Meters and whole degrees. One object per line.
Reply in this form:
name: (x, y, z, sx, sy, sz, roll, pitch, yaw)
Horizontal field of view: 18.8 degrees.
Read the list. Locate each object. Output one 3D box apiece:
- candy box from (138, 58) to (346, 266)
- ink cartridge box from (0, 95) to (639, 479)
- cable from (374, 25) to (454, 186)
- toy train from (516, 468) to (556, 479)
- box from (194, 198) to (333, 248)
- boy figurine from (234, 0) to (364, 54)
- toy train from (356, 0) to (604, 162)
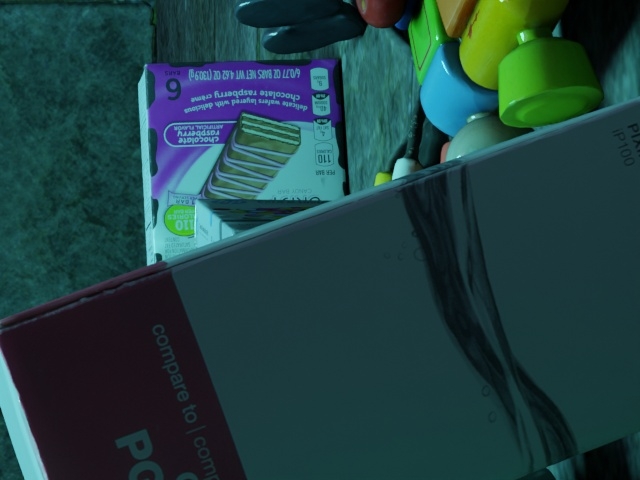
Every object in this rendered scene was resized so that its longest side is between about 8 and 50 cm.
candy box: (-0.060, -0.024, 1.546, 0.071, 0.159, 0.233, 137, 129, -78)
ink cartridge box: (0.021, 0.042, 0.752, 0.207, 0.283, 0.117, 151, 100, -78)
cable: (0.061, -0.073, 1.090, 0.139, 0.072, 0.287, -30, 54, 52)
toy train: (-0.012, 0.198, 0.911, 0.142, 0.334, 0.190, 34, 146, 27)
box: (0.000, 0.000, 1.265, 0.186, 0.145, 0.038, -150, 61, -78)
boy figurine: (-0.027, -0.286, 1.488, 0.177, 0.092, 0.285, 43, -141, -61)
toy train: (0.093, -0.117, 0.868, 0.248, 0.105, 0.143, 113, 149, -66)
